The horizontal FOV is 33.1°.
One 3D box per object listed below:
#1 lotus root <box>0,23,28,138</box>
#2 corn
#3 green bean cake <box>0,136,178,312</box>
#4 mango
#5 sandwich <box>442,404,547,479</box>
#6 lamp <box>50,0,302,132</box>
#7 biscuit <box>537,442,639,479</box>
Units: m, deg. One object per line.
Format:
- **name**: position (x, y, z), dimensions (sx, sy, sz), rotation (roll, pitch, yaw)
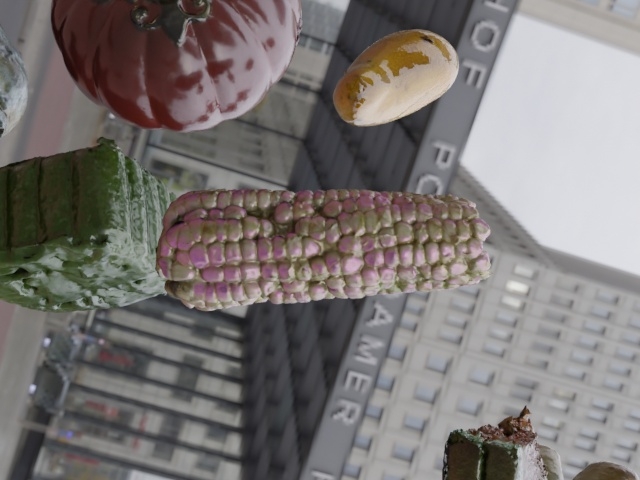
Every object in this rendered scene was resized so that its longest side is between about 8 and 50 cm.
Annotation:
- **lotus root**: position (-0.512, -0.269, 1.491), dimensions (0.349, 0.175, 0.175), rotation (58, -33, 22)
- **corn**: position (0.000, 0.002, 1.074), dimensions (0.126, 0.335, 0.127), rotation (-4, 90, -82)
- **green bean cake**: position (-0.323, -0.003, 1.396), dimensions (0.247, 0.250, 0.156), rotation (48, 31, -66)
- **mango**: position (0.120, -0.281, 1.856), dimensions (0.120, 0.295, 0.177), rotation (55, -43, 18)
- **sandwich**: position (0.202, 0.284, 1.140), dimensions (0.159, 0.079, 0.235), rotation (-32, 122, -49)
- **lamp**: position (-0.174, -0.275, 1.310), dimensions (0.257, 0.303, 0.303), rotation (81, 20, -65)
- **biscuit**: position (0.329, 0.402, 1.654), dimensions (0.237, 0.290, 0.062), rotation (8, -67, 43)
